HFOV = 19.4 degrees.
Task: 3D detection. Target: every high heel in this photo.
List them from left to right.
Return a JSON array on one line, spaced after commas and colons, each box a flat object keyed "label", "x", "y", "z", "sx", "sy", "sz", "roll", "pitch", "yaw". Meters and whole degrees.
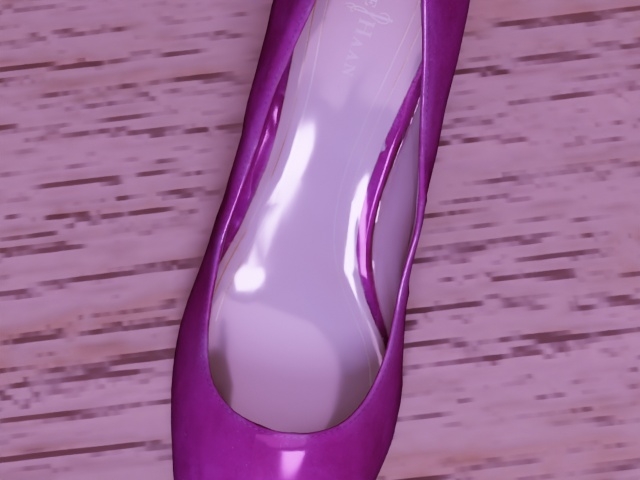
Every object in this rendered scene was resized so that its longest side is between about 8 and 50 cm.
[{"label": "high heel", "x": 0.000, "y": 0.000, "z": 0.603, "sx": 0.082, "sy": 0.117, "sz": 0.244, "roll": 19, "pitch": 81, "yaw": 6}]
